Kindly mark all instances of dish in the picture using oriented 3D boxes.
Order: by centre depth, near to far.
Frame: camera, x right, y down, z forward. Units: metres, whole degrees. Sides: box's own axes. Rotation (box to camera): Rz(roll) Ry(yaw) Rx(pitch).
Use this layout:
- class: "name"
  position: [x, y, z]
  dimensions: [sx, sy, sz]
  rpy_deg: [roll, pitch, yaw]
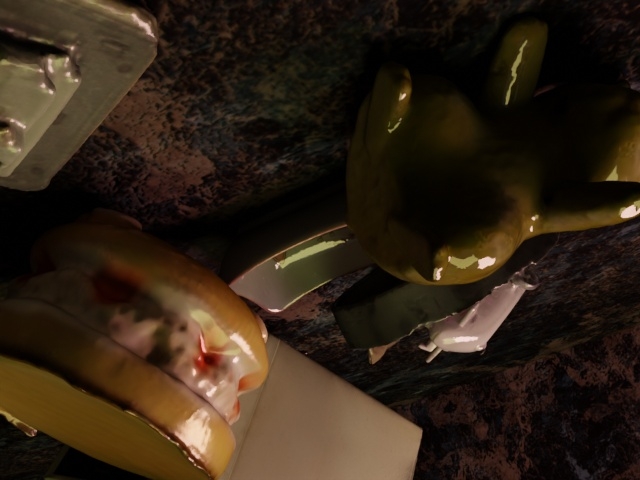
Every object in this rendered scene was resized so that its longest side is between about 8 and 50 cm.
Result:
- class: "dish"
  position: [0.000, 0.000, 0.745]
  dimensions: [0.213, 0.077, 0.151]
  rpy_deg: [-24, 159, 15]

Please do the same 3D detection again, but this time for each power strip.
- class: "power strip"
  position: [-0.221, -0.081, 0.415]
  dimensions: [0.198, 0.064, 0.213]
  rpy_deg: [7, 149, -41]

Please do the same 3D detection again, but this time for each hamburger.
- class: "hamburger"
  position: [-0.190, 0.106, 0.661]
  dimensions: [0.261, 0.186, 0.303]
  rpy_deg: [35, 143, -14]

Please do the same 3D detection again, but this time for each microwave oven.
- class: "microwave oven"
  position: [-0.129, 0.301, 0.908]
  dimensions: [0.333, 0.247, 0.394]
  rpy_deg: [38, 147, -28]

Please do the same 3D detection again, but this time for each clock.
- class: "clock"
  position: [0.140, 0.034, 0.801]
  dimensions: [0.281, 0.055, 0.280]
  rpy_deg: [-30, -179, 1]

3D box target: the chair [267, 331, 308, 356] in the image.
- class: "chair"
  position: [-0.153, 0.193, 1.109]
  dimensions: [0.229, 0.113, 0.106]
  rpy_deg: [27, 148, -4]

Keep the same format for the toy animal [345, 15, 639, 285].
- class: "toy animal"
  position: [0.200, -0.077, 0.573]
  dimensions: [0.363, 0.181, 0.180]
  rpy_deg: [-17, 162, -7]

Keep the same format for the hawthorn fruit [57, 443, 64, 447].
- class: "hawthorn fruit"
  position: [-0.301, 0.373, 1.171]
  dimensions: [0.301, 0.267, 0.268]
  rpy_deg: [14, 143, -42]

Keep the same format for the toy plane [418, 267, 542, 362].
- class: "toy plane"
  position: [0.223, 0.085, 0.993]
  dimensions: [0.252, 0.118, 0.252]
  rpy_deg: [-43, 165, -15]

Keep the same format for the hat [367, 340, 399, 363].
- class: "hat"
  position: [0.131, 0.127, 1.169]
  dimensions: [0.147, 0.085, 0.175]
  rpy_deg: [-39, 174, 20]
